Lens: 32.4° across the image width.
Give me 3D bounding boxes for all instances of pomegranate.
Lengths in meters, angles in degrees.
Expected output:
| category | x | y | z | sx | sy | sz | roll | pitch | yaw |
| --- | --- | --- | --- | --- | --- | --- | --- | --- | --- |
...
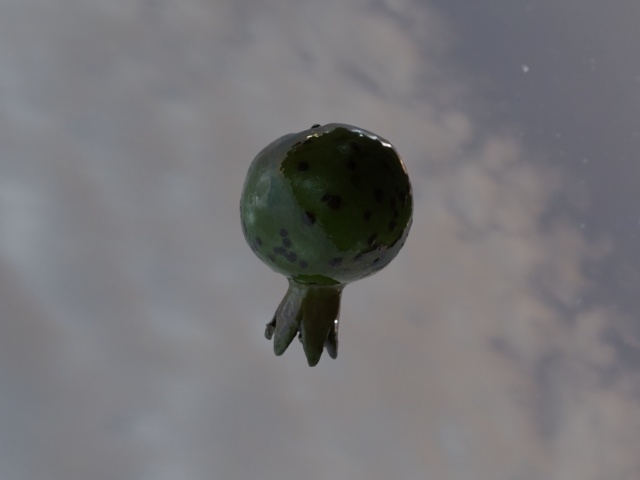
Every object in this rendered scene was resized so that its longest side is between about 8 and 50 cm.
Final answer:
| category | x | y | z | sx | sy | sz | roll | pitch | yaw |
| --- | --- | --- | --- | --- | --- | --- | --- | --- | --- |
| pomegranate | 0.009 | -0.009 | 1.398 | 0.230 | 0.286 | 0.231 | 0 | -153 | 0 |
